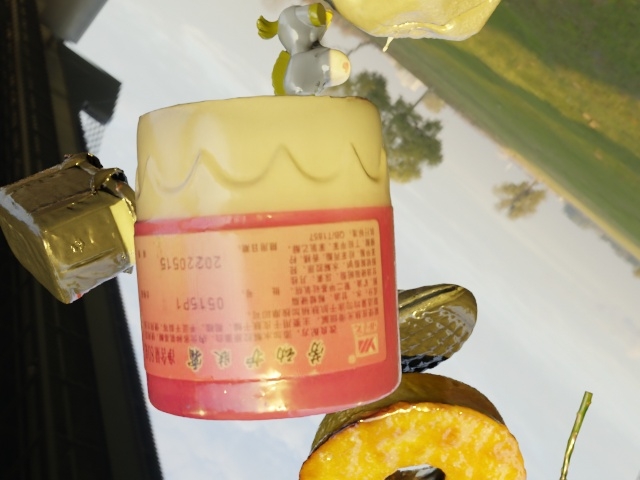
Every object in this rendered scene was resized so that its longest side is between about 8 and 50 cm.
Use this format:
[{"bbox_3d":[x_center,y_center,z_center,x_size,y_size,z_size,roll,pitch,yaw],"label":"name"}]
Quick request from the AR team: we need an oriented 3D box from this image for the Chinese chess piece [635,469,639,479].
[{"bbox_3d":[0.508,0.340,1.033,0.257,0.257,0.104,42,-144,7],"label":"Chinese chess piece"}]

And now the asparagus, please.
[{"bbox_3d":[0.356,0.290,1.215,0.016,0.162,0.016,18,-174,34],"label":"asparagus"}]

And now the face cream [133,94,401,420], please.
[{"bbox_3d":[-0.036,0.009,0.584,0.175,0.194,0.175,-4,-178,0],"label":"face cream"}]

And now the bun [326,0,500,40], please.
[{"bbox_3d":[0.116,-0.373,1.057,0.282,0.205,0.281,16,-137,-16],"label":"bun"}]

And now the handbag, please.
[{"bbox_3d":[-0.375,-0.021,1.333,0.254,0.181,0.181,26,137,49],"label":"handbag"}]

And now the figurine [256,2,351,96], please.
[{"bbox_3d":[-0.023,-0.282,1.352,0.109,0.130,0.178,149,104,-73],"label":"figurine"}]

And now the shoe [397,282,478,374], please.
[{"bbox_3d":[0.073,0.107,1.239,0.132,0.336,0.171,34,-139,-38],"label":"shoe"}]

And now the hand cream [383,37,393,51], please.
[{"bbox_3d":[0.156,-0.397,1.378,0.052,0.216,0.038,-26,-109,-40],"label":"hand cream"}]

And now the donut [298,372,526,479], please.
[{"bbox_3d":[0.121,0.298,1.176,0.303,0.303,0.110,36,-154,-20],"label":"donut"}]
